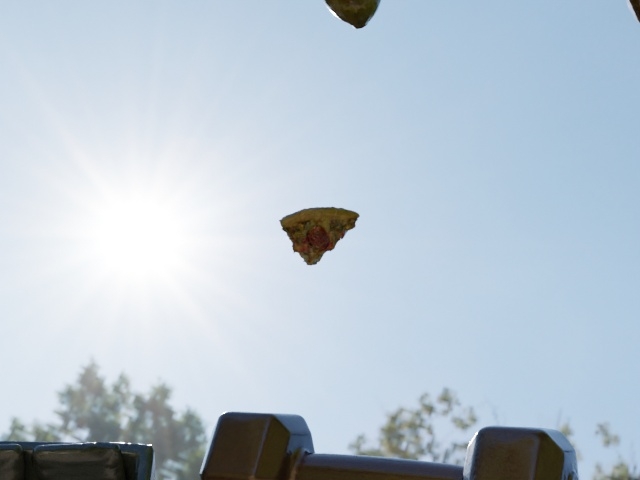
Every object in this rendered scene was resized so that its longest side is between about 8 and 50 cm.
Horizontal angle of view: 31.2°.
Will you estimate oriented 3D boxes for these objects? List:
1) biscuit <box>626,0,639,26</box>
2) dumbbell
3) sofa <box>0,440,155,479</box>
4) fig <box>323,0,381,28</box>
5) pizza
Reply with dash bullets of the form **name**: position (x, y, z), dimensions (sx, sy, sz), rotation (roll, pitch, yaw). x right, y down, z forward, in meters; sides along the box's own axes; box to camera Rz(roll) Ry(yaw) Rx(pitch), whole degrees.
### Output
- **biscuit**: position (0.363, -0.207, 0.651), dimensions (0.381, 0.074, 0.359), rotation (-29, -35, 27)
- **dumbbell**: position (0.040, 0.150, 0.699), dimensions (0.231, 0.082, 0.092), rotation (-1, -8, 24)
- **sofa**: position (-0.171, 0.157, 0.656), dimensions (0.147, 0.085, 0.060), rotation (2, -49, 1)
- **fig**: position (0.037, -0.281, 1.311), dimensions (0.074, 0.074, 0.088), rotation (2, -48, 27)
- **pizza**: position (0.000, 0.000, 1.186), dimensions (0.083, 0.025, 0.078), rotation (-8, -52, -10)
